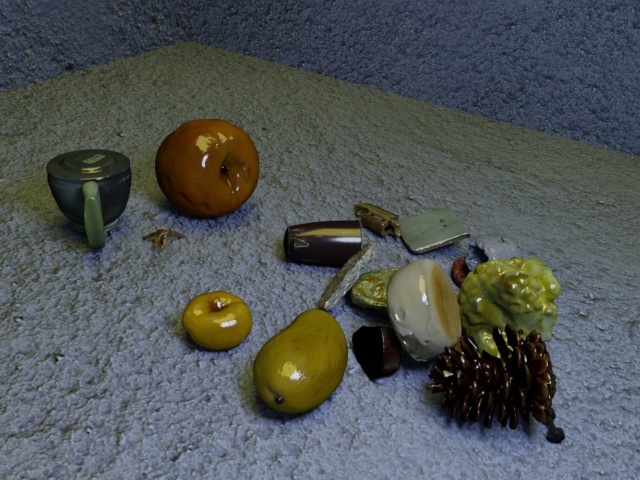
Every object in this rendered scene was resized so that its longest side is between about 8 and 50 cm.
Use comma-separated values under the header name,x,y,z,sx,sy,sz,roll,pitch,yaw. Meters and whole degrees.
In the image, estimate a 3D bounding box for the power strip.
name,x,y,z,sx,sy,sz,roll,pitch,yaw
power strip,0.382,-0.022,2.026,0.213,0.064,0.198,-16,36,-1

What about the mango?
name,x,y,z,sx,sy,sz,roll,pitch,yaw
mango,-0.031,0.278,1.387,0.195,0.142,0.332,25,33,18

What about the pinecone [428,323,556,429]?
name,x,y,z,sx,sy,sz,roll,pitch,yaw
pinecone,0.387,0.309,1.346,0.292,0.246,0.246,-2,32,-3

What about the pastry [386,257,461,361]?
name,x,y,z,sx,sy,sz,roll,pitch,yaw
pastry,0.258,0.173,1.474,0.133,0.265,0.265,-20,23,24

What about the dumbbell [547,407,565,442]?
name,x,y,z,sx,sy,sz,roll,pitch,yaw
dumbbell,0.536,0.427,1.373,0.036,0.040,0.083,32,26,-20

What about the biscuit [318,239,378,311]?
name,x,y,z,sx,sy,sz,roll,pitch,yaw
biscuit,0.070,0.108,1.696,0.038,0.141,0.290,45,60,-9

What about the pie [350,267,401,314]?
name,x,y,z,sx,sy,sz,roll,pitch,yaw
pie,0.207,0.152,1.691,0.248,0.090,0.201,7,30,1

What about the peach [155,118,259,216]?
name,x,y,z,sx,sy,sz,roll,pitch,yaw
peach,-0.380,-0.246,1.991,0.343,0.342,0.302,-21,19,-38

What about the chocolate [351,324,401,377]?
name,x,y,z,sx,sy,sz,roll,pitch,yaw
chocolate,0.153,0.264,1.486,0.080,0.125,0.148,10,23,-30

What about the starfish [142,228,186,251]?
name,x,y,z,sx,sy,sz,roll,pitch,yaw
starfish,-0.483,-0.017,1.851,0.130,0.041,0.133,-12,37,-31

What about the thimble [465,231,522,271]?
name,x,y,z,sx,sy,sz,roll,pitch,yaw
thimble,0.520,0.053,1.786,0.118,0.127,0.151,-7,31,-18

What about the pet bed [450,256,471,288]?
name,x,y,z,sx,sy,sz,roll,pitch,yaw
pet bed,0.508,0.111,1.861,0.201,0.053,0.201,2,35,-1

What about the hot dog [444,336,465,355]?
name,x,y,z,sx,sy,sz,roll,pitch,yaw
hot dog,0.339,0.267,1.568,0.072,0.055,0.188,5,33,-8

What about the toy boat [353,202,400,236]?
name,x,y,z,sx,sy,sz,roll,pitch,yaw
toy boat,0.193,-0.074,2.065,0.088,0.068,0.226,-30,39,-27

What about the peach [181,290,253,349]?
name,x,y,z,sx,sy,sz,roll,pitch,yaw
peach,-0.261,0.200,1.496,0.179,0.103,0.179,7,29,-4

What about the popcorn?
name,x,y,z,sx,sy,sz,roll,pitch,yaw
popcorn,0.512,0.166,1.593,0.293,0.293,0.237,35,22,36

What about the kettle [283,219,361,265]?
name,x,y,z,sx,sy,sz,roll,pitch,yaw
kettle,0.000,0.000,1.851,0.232,0.144,0.202,2,13,-6

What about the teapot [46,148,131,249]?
name,x,y,z,sx,sy,sz,roll,pitch,yaw
teapot,-0.669,-0.125,1.798,0.322,0.239,0.239,27,37,36
